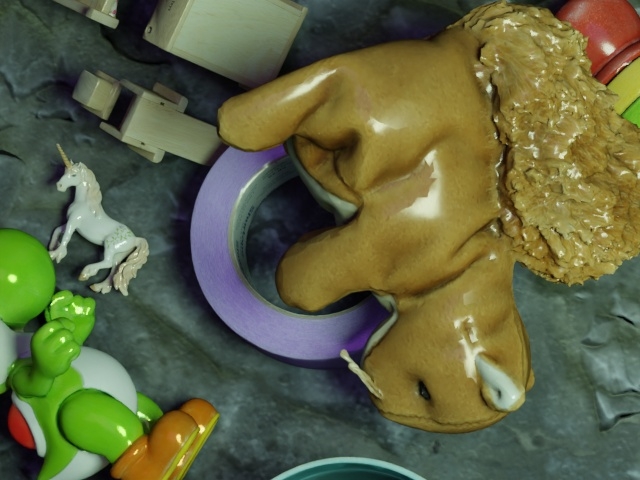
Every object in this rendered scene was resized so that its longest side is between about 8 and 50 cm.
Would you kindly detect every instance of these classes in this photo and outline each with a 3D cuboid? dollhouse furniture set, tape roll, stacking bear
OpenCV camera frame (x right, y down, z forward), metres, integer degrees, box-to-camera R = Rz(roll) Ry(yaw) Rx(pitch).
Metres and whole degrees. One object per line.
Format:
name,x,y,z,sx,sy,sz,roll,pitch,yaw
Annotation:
dollhouse furniture set,-0.210,-0.280,1.873,0.355,0.173,0.303,30,97,41
tape roll,0.000,0.000,1.760,0.274,0.090,0.275,-2,79,8
stacking bear,0.352,-0.146,1.715,0.175,0.164,0.289,-38,72,-1

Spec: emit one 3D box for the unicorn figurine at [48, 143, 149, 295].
unicorn figurine,-0.262,-0.015,1.820,0.162,0.060,0.111,35,84,-3

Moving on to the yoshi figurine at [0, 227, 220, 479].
yoshi figurine,-0.276,0.112,1.718,0.362,0.203,0.203,31,46,7

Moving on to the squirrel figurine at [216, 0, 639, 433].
squirrel figurine,0.148,-0.014,1.566,0.397,0.281,0.370,-23,83,5

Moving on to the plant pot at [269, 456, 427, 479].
plant pot,0.040,0.361,1.595,0.271,0.255,0.272,-2,77,7
